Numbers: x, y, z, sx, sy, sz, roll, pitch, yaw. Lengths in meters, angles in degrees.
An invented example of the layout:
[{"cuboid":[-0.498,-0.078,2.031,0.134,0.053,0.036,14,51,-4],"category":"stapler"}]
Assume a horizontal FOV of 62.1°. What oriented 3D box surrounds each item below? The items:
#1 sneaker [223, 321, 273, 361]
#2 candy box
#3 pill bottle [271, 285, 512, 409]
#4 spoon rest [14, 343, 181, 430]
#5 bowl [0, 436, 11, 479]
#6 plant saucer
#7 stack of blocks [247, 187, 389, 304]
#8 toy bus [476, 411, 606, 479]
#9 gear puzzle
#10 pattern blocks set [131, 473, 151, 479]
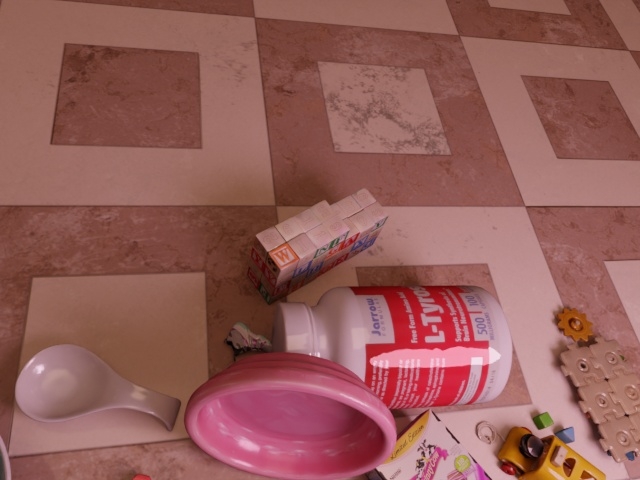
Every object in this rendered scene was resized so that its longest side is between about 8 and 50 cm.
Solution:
[{"cuboid":[-0.143,0.211,1.041,0.098,0.038,0.069,27,58,14],"category":"sneaker"},{"cuboid":[0.212,0.443,0.938,0.159,0.071,0.233,-34,72,-28],"category":"candy box"},{"cuboid":[0.122,0.199,0.996,0.407,0.229,0.229,0,60,-14],"category":"pill bottle"},{"cuboid":[-0.384,0.262,0.923,0.276,0.084,0.137,15,57,-5],"category":"spoon rest"},{"cuboid":[-0.590,0.387,0.750,0.311,0.163,0.311,6,59,-11],"category":"bowl"},{"cuboid":[-0.046,0.282,0.854,0.332,0.332,0.084,13,45,-6],"category":"plant saucer"},{"cuboid":[0.000,0.000,1.121,0.297,0.171,0.087,-29,70,-27],"category":"stack of blocks"},{"cuboid":[0.433,0.423,1.012,0.202,0.104,0.191,-2,60,-15],"category":"toy bus"},{"cuboid":[0.609,0.304,1.168,0.175,0.044,0.339,-9,60,-17],"category":"gear puzzle"},{"cuboid":[-0.276,0.563,0.802,0.325,0.026,0.285,44,60,13],"category":"pattern blocks set"}]
